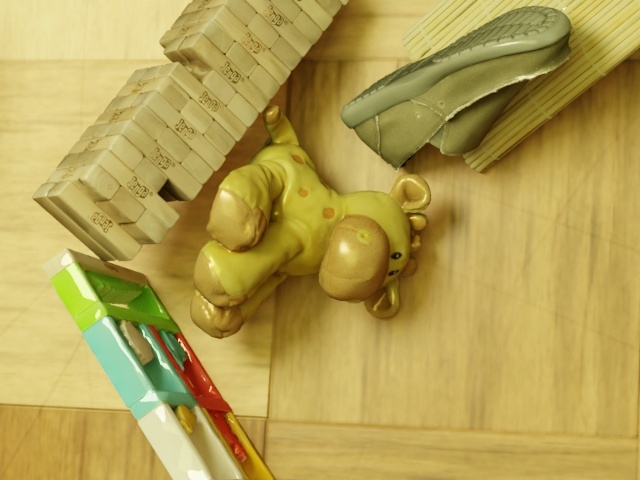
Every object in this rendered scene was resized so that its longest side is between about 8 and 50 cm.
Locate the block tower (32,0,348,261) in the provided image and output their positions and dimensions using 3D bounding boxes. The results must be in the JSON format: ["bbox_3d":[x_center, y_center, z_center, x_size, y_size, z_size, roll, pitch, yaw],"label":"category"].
[{"bbox_3d":[-0.103,-0.136,1.622,0.097,0.091,0.335,44,68,-24],"label":"block tower"}]

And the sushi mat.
[{"bbox_3d":[0.207,-0.205,1.587,0.316,0.019,0.151,-40,70,34],"label":"sushi mat"}]

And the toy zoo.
[{"bbox_3d":[-0.121,0.143,1.604,0.030,0.192,0.293,-36,76,8],"label":"toy zoo"}]

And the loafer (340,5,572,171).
[{"bbox_3d":[0.128,-0.127,1.601,0.251,0.094,0.087,-21,104,48],"label":"loafer"}]

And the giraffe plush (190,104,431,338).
[{"bbox_3d":[0.000,0.000,1.629,0.170,0.181,0.210,20,53,6],"label":"giraffe plush"}]
